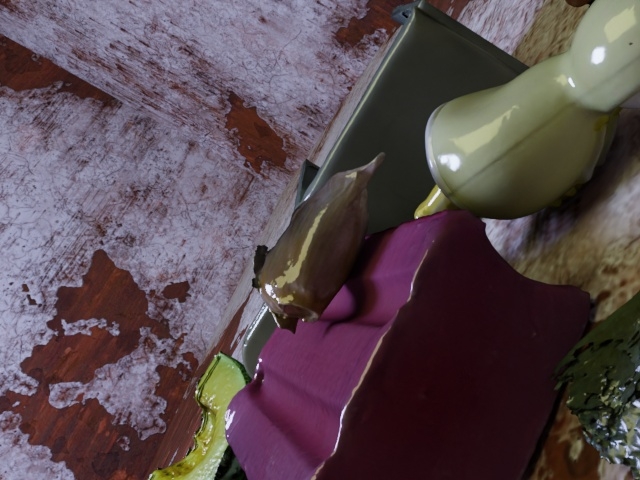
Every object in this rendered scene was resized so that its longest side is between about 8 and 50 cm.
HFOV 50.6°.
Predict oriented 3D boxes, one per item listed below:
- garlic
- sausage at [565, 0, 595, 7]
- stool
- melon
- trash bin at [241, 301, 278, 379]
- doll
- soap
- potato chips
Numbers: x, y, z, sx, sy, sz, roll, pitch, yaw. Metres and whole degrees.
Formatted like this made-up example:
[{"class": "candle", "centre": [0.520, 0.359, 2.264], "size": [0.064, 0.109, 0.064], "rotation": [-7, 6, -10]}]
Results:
[{"class": "garlic", "centre": [0.004, 0.003, 0.543], "size": [0.084, 0.066, 0.152], "rotation": [17, 75, 53]}, {"class": "sausage", "centre": [0.296, -0.290, 0.636], "size": [0.047, 0.040, 0.177], "rotation": [-60, 6, -37]}, {"class": "stool", "centre": [0.103, -0.123, 0.787], "size": [0.243, 0.170, 0.270], "rotation": [-58, 9, 15]}, {"class": "melon", "centre": [-0.134, 0.311, 0.969], "size": [0.169, 0.129, 0.265], "rotation": [-2, 53, 54]}, {"class": "trash bin", "centre": [-0.007, 0.065, 0.995], "size": [0.243, 0.121, 0.247], "rotation": [-58, 7, 22]}, {"class": "doll", "centre": [0.180, -0.092, 0.489], "size": [0.141, 0.117, 0.296], "rotation": [-29, -1, -39]}, {"class": "soap", "centre": [0.033, 0.117, 0.563], "size": [0.233, 0.128, 0.359], "rotation": [-61, 9, -11]}, {"class": "potato chips", "centre": [0.178, 0.048, 0.309], "size": [0.142, 0.026, 0.209], "rotation": [-65, 9, -13]}]
